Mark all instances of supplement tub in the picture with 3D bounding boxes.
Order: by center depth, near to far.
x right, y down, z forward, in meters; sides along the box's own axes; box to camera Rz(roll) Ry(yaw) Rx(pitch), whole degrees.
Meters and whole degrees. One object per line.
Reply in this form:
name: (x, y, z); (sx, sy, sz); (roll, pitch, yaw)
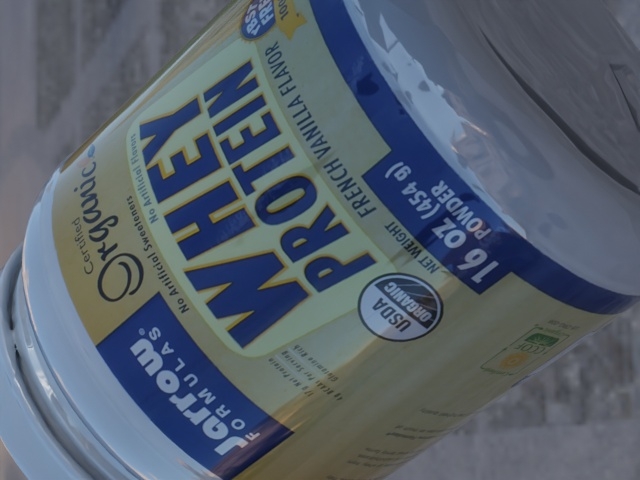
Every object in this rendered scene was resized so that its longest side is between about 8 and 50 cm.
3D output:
supplement tub: (0.000, 0.000, 0.764); (0.316, 0.228, 0.228); (-40, 44, 28)
